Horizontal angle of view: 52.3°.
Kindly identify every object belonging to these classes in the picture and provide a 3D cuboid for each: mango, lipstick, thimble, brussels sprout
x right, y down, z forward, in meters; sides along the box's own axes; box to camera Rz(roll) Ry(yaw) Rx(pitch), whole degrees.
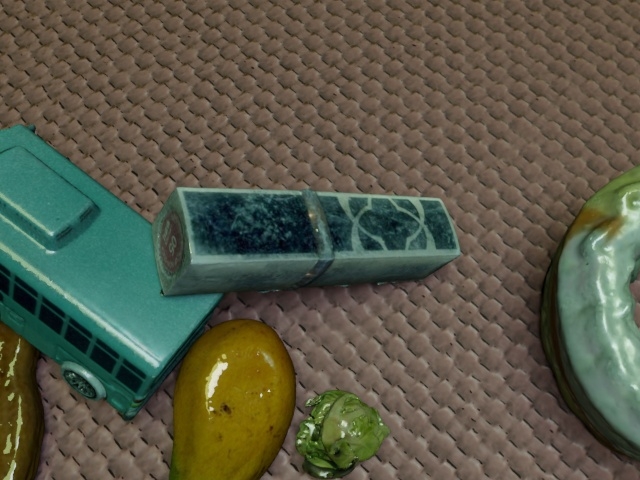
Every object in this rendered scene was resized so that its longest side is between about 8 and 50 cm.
[{"bbox_3d":[-0.076,0.153,0.586,0.115,0.089,0.164,7,76,-30],"label":"mango"},{"bbox_3d":[0.000,0.000,0.591,0.290,0.076,0.077,0,63,-36],"label":"lipstick"},{"bbox_3d":[0.333,0.072,0.571,0.254,0.167,0.287,-9,76,8],"label":"thimble"},{"bbox_3d":[0.015,0.180,0.600,0.085,0.058,0.085,-3,77,14],"label":"brussels sprout"}]

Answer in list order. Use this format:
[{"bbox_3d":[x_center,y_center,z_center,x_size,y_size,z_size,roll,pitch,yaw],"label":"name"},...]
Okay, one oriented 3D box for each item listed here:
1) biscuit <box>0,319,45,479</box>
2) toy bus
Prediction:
[{"bbox_3d":[-0.411,0.179,0.585,0.359,0.074,0.381,-23,72,-10],"label":"biscuit"},{"bbox_3d":[-0.221,0.023,0.575,0.256,0.147,0.128,38,49,-2],"label":"toy bus"}]
